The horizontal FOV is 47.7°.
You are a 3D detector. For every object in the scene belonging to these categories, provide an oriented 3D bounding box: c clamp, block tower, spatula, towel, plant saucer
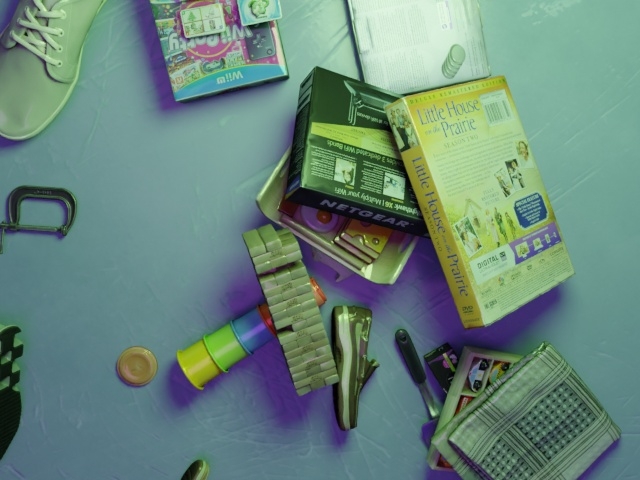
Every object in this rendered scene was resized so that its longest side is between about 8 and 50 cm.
[{"bbox_3d":[-0.570,-0.043,1.463,0.160,0.022,0.137,-2,92,1],"label":"c clamp"},{"bbox_3d":[-0.052,0.136,1.375,0.091,0.097,0.335,-20,114,-6],"label":"block tower"},{"bbox_3d":[0.220,0.317,1.516,0.084,0.030,0.296,-24,97,4],"label":"spatula"},{"bbox_3d":[0.425,0.407,1.476,0.324,0.056,0.312,-41,112,1],"label":"towel"},{"bbox_3d":[-0.381,0.262,1.506,0.083,0.013,0.083,0,97,0],"label":"plant saucer"}]

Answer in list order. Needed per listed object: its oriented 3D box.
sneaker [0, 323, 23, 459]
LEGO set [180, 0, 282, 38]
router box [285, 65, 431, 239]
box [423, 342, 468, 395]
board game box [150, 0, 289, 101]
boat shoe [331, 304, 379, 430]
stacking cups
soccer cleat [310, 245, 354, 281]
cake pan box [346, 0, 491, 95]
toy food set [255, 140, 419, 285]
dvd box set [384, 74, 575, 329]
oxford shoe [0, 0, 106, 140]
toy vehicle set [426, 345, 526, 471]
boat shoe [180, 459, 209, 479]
[{"bbox_3d":[-0.697,0.311,1.467,0.146,0.122,0.331,13,98,15],"label":"sneaker"},{"bbox_3d":[-0.142,-0.481,1.317,0.244,0.060,0.182,-9,100,8],"label":"LEGO set"},{"bbox_3d":[0.102,-0.157,1.339,0.308,0.081,0.243,15,68,-20],"label":"router box"},{"bbox_3d":[0.263,0.265,1.500,0.062,0.052,0.083,-31,98,2],"label":"box"},{"bbox_3d":[-0.200,-0.436,1.382,0.224,0.097,0.303,-13,98,1],"label":"board game box"},{"bbox_3d":[0.076,0.261,1.477,0.095,0.095,0.257,-2,97,-7],"label":"boat shoe"},{"bbox_3d":[-0.138,0.175,1.468,0.316,0.096,0.096,-35,97,-1],"label":"stacking cups"},{"bbox_3d":[0.000,0.000,1.456,0.076,0.068,0.196,-41,99,7],"label":"soccer cleat"},{"bbox_3d":[0.183,-0.420,1.405,0.245,0.070,0.267,-14,97,-2],"label":"cake pan box"},{"bbox_3d":[0.058,-0.080,1.391,0.306,0.092,0.220,32,70,-4],"label":"toy food set"},{"bbox_3d":[0.304,-0.083,1.342,0.307,0.062,0.420,-21,91,-39],"label":"dvd box set"},{"bbox_3d":[-0.515,-0.398,1.365,0.169,0.130,0.449,30,97,-6],"label":"oxford shoe"},{"bbox_3d":[0.333,0.353,1.485,0.166,0.035,0.267,11,104,-18],"label":"toy vehicle set"},{"bbox_3d":[-0.271,0.546,1.525,0.072,0.068,0.190,26,106,-16],"label":"boat shoe"}]
